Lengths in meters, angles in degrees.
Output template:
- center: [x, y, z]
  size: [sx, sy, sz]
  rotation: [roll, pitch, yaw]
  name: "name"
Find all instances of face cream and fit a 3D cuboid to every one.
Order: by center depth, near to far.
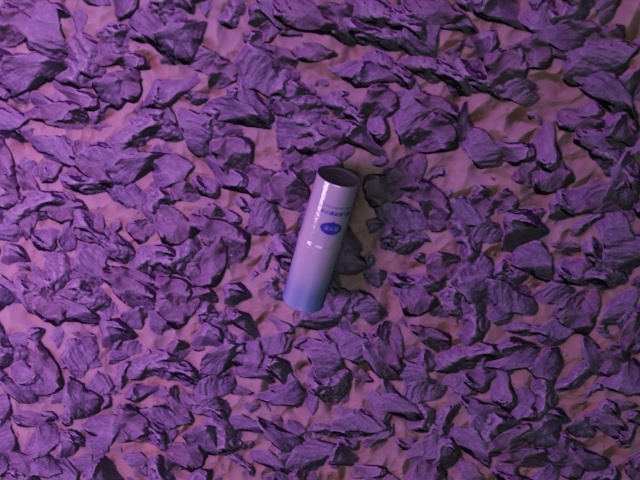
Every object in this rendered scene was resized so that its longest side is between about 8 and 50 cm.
- center: [0.000, 0.000, 2.007]
  size: [0.077, 0.077, 0.250]
  rotation: [14, 119, -3]
  name: "face cream"
